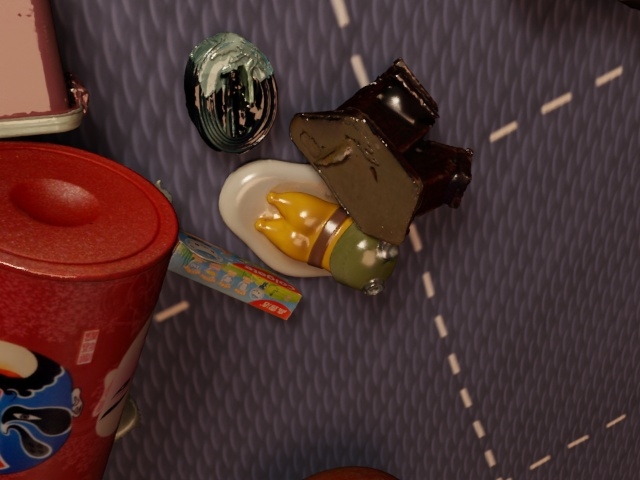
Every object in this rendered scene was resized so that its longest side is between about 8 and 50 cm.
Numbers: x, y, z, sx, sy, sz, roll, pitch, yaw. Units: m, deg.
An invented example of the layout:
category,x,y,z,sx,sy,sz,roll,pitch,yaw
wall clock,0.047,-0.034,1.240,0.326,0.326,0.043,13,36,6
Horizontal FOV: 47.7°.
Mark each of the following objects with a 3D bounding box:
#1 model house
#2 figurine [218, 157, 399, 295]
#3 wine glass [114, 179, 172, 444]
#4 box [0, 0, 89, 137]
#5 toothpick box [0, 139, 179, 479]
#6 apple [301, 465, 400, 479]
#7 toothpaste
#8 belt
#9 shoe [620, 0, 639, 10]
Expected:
category,x,y,z,sx,sy,sz,roll,pitch,yaw
model house,0.091,-0.111,0.887,0.164,0.141,0.203,-34,91,-44
figurine,0.000,0.000,0.918,0.250,0.141,0.167,14,111,-28
wine glass,-0.256,0.082,0.858,0.143,0.143,0.321,7,111,-25
box,-0.369,-0.181,0.647,0.294,0.193,0.168,-9,113,-20
toothpick box,-0.268,0.102,0.661,0.204,0.204,0.333,7,122,-25
apple,0.057,0.520,1.100,0.276,0.348,0.349,-22,122,-17
toothpaste,-0.113,0.049,0.939,0.193,0.070,0.044,27,102,-31
belt,-0.102,-0.169,0.836,0.105,0.058,0.140,-15,120,-18
shoe,0.320,-0.376,0.832,0.237,0.171,0.384,-46,122,-3
